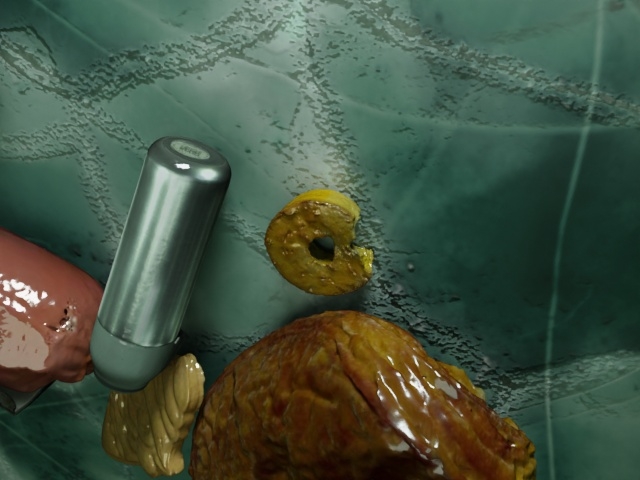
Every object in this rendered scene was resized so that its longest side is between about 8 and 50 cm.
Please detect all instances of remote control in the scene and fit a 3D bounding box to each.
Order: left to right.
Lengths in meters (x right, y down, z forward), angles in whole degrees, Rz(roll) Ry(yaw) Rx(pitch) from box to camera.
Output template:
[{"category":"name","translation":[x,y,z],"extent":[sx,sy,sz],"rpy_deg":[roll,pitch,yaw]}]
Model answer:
[{"category":"remote control","translation":[-0.341,0.153,0.932],"extent":[0.059,0.028,0.212],"rpy_deg":[42,125,-14]}]

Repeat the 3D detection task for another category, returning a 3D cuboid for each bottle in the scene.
[{"category":"bottle","translation":[-0.150,0.029,0.730],"extent":[0.079,0.096,0.254],"rpy_deg":[42,119,40]}]

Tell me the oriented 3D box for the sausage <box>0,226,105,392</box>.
[{"category":"sausage","translation":[-0.350,0.058,0.797],"extent":[0.279,0.152,0.152],"rpy_deg":[25,127,1]}]

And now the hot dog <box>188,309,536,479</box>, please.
[{"category":"hot dog","translation":[0.030,0.209,0.773],"extent":[0.267,0.174,0.387],"rpy_deg":[47,136,-14]}]

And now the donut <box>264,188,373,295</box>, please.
[{"category":"donut","translation":[0.000,0.000,0.713],"extent":[0.097,0.043,0.108],"rpy_deg":[-1,124,17]}]

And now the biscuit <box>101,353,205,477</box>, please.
[{"category":"biscuit","translation":[-0.197,0.190,0.862],"extent":[0.035,0.163,0.250],"rpy_deg":[-2,151,-38]}]
